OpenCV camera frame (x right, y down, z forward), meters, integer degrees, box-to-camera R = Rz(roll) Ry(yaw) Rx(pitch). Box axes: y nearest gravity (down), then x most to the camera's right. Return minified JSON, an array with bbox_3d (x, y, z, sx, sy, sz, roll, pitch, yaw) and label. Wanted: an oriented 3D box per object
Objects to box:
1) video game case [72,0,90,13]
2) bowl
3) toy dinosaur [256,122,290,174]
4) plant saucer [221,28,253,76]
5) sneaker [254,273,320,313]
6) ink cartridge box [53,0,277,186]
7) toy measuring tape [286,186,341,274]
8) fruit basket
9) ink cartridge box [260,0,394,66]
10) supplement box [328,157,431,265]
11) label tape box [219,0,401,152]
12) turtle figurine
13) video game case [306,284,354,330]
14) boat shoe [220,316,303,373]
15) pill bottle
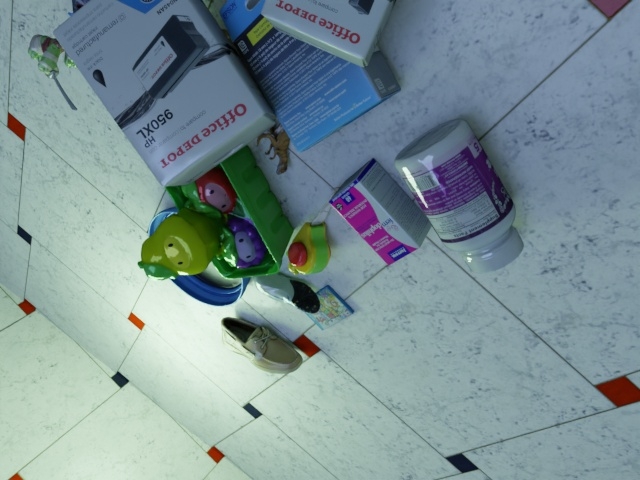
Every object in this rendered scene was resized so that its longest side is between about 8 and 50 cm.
[{"bbox_3d":[-0.566,-0.548,1.273,0.196,0.026,0.274,42,149,-3],"label":"video game case"},{"bbox_3d":[-0.403,0.051,1.644,0.392,0.077,0.390,17,131,21],"label":"bowl"},{"bbox_3d":[-0.100,-0.270,1.224,0.113,0.064,0.211,7,129,-12],"label":"toy dinosaur"},{"bbox_3d":[-0.212,-0.413,1.187,0.199,0.036,0.198,18,132,21],"label":"plant saucer"},{"bbox_3d":[-0.102,0.164,1.539,0.237,0.085,0.086,26,156,18],"label":"sneaker"},{"bbox_3d":[-0.323,-0.356,1.073,0.286,0.166,0.394,-33,96,10],"label":"ink cartridge box"},{"bbox_3d":[0.000,0.000,1.317,0.121,0.121,0.330,39,131,1],"label":"toy measuring tape"},{"bbox_3d":[-0.295,-0.033,1.307,0.283,0.392,0.391,-10,117,38],"label":"fruit basket"},{"bbox_3d":[0.044,-0.466,0.828,0.197,0.114,0.272,24,107,2],"label":"ink cartridge box"},{"bbox_3d":[0.146,-0.067,1.173,0.220,0.114,0.111,45,134,-8],"label":"supplement box"},{"bbox_3d":[-0.028,-0.397,1.025,0.249,0.115,0.347,-24,99,42],"label":"label tape box"},{"bbox_3d":[-0.628,-0.445,1.262,0.266,0.198,0.274,20,141,39],"label":"turtle figurine"},{"bbox_3d":[0.015,0.215,1.545,0.119,0.015,0.166,45,135,-6],"label":"video game case"},{"bbox_3d":[-0.221,0.370,1.743,0.341,0.121,0.110,15,131,24],"label":"boat shoe"},{"bbox_3d":[0.298,-0.085,1.019,0.169,0.169,0.301,-21,111,42],"label":"pill bottle"}]
